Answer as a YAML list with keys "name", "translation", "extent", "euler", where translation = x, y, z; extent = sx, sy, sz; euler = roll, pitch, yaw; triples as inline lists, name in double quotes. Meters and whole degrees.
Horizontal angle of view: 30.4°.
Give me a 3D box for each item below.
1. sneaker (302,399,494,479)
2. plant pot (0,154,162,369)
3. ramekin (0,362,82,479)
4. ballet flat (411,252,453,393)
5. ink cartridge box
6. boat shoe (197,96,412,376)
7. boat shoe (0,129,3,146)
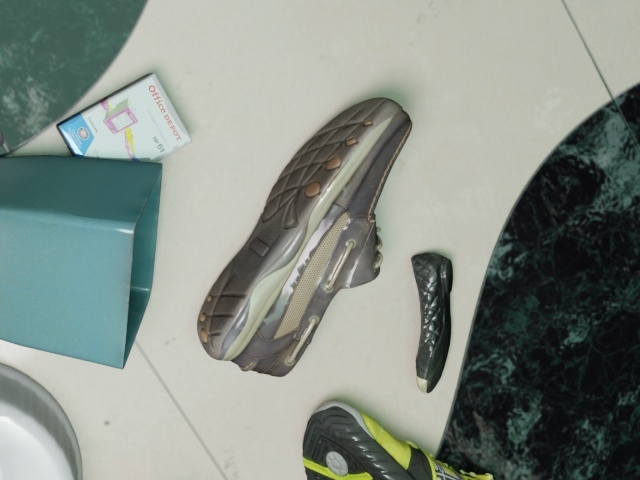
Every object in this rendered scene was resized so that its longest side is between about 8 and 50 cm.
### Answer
- name: "sneaker"
  translation: [0.134, 0.328, 1.430]
  extent: [0.384, 0.145, 0.147]
  euler: [46, 45, -7]
- name: "plant pot"
  translation: [-0.298, 0.008, 1.223]
  extent: [0.234, 0.165, 0.165]
  euler: [8, 116, -1]
- name: "ramekin"
  translation: [-0.389, 0.272, 1.254]
  extent: [0.277, 0.135, 0.277]
  euler: [-2, 96, -16]
- name: "ballet flat"
  translation: [0.132, 0.100, 1.440]
  extent: [0.049, 0.057, 0.173]
  euler: [5, 94, 24]
- name: "ink cartridge box"
  translation: [-0.217, -0.119, 1.306]
  extent: [0.122, 0.052, 0.088]
  euler: [-32, 103, -12]
- name: "boat shoe"
  translation: [0.000, 0.000, 1.356]
  extent: [0.130, 0.132, 0.355]
  euler: [34, 95, -26]
- name: "boat shoe"
  translation: [-0.406, -0.215, 1.224]
  extent: [0.092, 0.103, 0.285]
  euler: [-18, 90, -37]
